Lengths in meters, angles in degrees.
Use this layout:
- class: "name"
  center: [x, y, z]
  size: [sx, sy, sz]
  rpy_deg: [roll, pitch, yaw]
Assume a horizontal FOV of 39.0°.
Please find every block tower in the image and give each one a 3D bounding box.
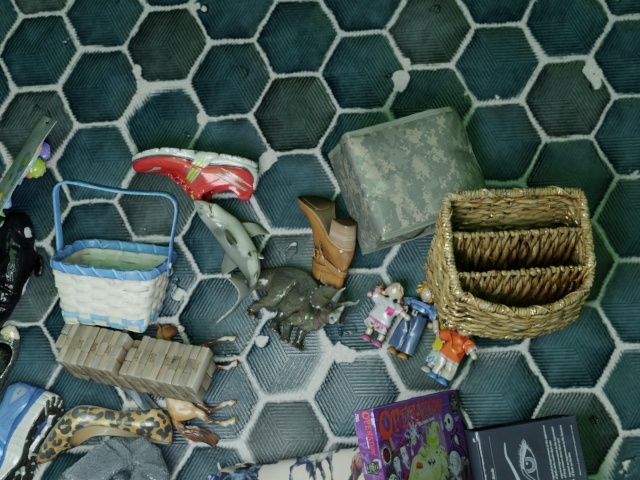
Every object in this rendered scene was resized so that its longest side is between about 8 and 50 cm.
- class: "block tower"
  center: [-0.372, 0.247, 1.821]
  size: [0.335, 0.097, 0.091]
  rpy_deg: [7, 60, 22]

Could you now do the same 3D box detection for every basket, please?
- class: "basket"
  center: [-0.424, 0.027, 1.840]
  size: [0.254, 0.201, 0.289]
  rpy_deg: [9, 111, 6]
- class: "basket"
  center: [0.369, 0.046, 1.718]
  size: [0.299, 0.223, 0.214]
  rpy_deg: [-1, 47, -11]

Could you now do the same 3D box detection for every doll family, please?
- class: "doll family"
  center: [0.217, 0.175, 1.843]
  size: [0.263, 0.118, 0.163]
  rpy_deg: [28, 91, 26]

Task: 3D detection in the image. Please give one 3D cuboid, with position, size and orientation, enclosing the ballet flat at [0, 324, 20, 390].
- class: "ballet flat"
  center: [-0.682, 0.263, 1.914]
  size: [0.057, 0.049, 0.173]
  rpy_deg: [19, 87, 6]

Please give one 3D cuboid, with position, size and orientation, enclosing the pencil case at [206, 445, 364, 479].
- class: "pencil case"
  center: [-0.011, 0.486, 1.775]
  size: [0.410, 0.160, 0.184]
  rpy_deg: [-13, 64, 2]

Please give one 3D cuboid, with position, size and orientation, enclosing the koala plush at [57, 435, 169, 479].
- class: "koala plush"
  center: [-0.417, 0.514, 1.799]
  size: [0.196, 0.203, 0.221]
  rpy_deg: [37, 129, 3]

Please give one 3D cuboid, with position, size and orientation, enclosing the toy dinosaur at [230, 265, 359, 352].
- class: "toy dinosaur"
  center: [-0.054, 0.125, 1.867]
  size: [0.313, 0.121, 0.160]
  rpy_deg: [32, 86, 40]

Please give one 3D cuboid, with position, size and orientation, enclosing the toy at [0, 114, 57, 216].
- class: "toy"
  center: [-0.633, -0.154, 1.956]
  size: [0.056, 0.137, 0.237]
  rpy_deg: [37, 82, -32]

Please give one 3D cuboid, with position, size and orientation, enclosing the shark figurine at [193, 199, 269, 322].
- class: "shark figurine"
  center: [-0.177, 0.052, 1.863]
  size: [0.116, 0.166, 0.278]
  rpy_deg: [-47, 47, 29]

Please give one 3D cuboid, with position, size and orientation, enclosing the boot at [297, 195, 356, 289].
- class: "boot"
  center: [0.000, 0.000, 1.887]
  size: [0.072, 0.197, 0.152]
  rpy_deg: [-6, 120, -30]

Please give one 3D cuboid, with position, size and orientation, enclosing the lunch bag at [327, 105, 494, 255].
- class: "lunch bag"
  center: [0.192, -0.129, 1.842]
  size: [0.286, 0.169, 0.235]
  rpy_deg: [-17, 81, -18]

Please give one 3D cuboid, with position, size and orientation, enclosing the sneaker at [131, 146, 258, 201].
- class: "sneaker"
  center: [-0.272, -0.135, 1.920]
  size: [0.278, 0.107, 0.119]
  rpy_deg: [7, 91, 8]

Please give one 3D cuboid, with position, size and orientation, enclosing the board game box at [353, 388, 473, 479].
- class: "board game box"
  center: [0.183, 0.400, 1.692]
  size: [0.056, 0.346, 0.208]
  rpy_deg: [-20, 78, 31]

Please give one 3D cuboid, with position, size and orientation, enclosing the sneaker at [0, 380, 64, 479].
- class: "sneaker"
  center: [-0.667, 0.443, 1.867]
  size: [0.147, 0.130, 0.330]
  rpy_deg: [25, 81, 22]

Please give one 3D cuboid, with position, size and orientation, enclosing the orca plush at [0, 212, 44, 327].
- class: "orca plush"
  center: [-0.694, 0.075, 1.918]
  size: [0.151, 0.102, 0.287]
  rpy_deg: [29, 85, 8]

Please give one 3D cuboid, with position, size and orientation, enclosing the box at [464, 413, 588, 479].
- class: "box"
  center: [0.401, 0.430, 1.765]
  size: [0.207, 0.108, 0.153]
  rpy_deg: [-7, 81, -5]

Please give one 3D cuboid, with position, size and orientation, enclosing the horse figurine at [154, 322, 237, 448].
- class: "horse figurine"
  center: [-0.261, 0.299, 1.872]
  size: [0.174, 0.066, 0.263]
  rpy_deg: [-1, 79, -1]

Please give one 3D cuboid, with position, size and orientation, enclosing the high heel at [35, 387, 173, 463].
- class: "high heel"
  center: [-0.439, 0.413, 1.850]
  size: [0.261, 0.093, 0.186]
  rpy_deg: [-41, 74, -11]
